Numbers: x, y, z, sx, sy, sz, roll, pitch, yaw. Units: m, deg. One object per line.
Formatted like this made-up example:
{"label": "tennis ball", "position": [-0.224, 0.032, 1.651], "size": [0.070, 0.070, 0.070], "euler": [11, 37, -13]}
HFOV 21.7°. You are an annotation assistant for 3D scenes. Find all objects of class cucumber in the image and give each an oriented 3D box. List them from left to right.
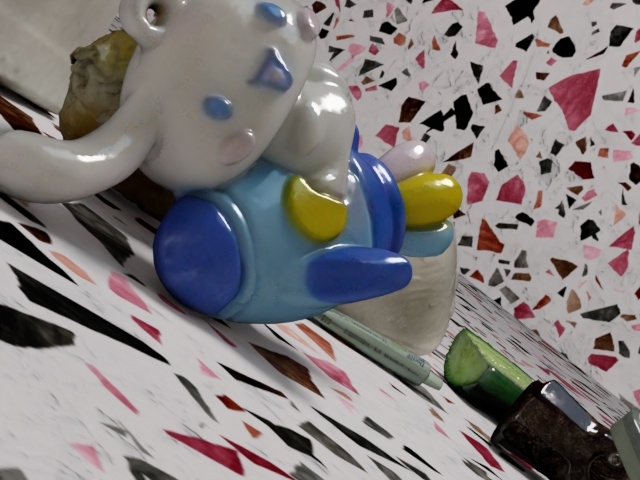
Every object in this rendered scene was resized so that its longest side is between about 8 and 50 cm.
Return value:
{"label": "cucumber", "position": [0.204, 0.172, 1.961], "size": [0.115, 0.062, 0.116], "euler": [33, 13, -13]}

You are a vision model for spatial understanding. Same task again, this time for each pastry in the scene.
{"label": "pastry", "position": [-0.117, -0.091, 1.533], "size": [0.257, 0.121, 0.236], "euler": [9, -29, 11]}

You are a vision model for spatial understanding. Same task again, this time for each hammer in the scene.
{"label": "hammer", "position": [0.327, 0.256, 1.877], "size": [0.242, 0.095, 0.409], "euler": [37, 3, 12]}

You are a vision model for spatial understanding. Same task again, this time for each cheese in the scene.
{"label": "cheese", "position": [0.064, 0.016, 1.852], "size": [0.154, 0.189, 0.198], "euler": [-7, 29, -32]}

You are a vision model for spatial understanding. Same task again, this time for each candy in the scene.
{"label": "candy", "position": [-0.336, -0.278, 1.637], "size": [0.145, 0.208, 0.358], "euler": [32, 3, 28]}

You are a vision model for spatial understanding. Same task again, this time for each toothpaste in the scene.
{"label": "toothpaste", "position": [0.046, 0.102, 1.720], "size": [0.197, 0.029, 0.048], "euler": [32, 3, -17]}

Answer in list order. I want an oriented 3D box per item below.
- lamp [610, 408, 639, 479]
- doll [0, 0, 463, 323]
{"label": "lamp", "position": [0.388, 0.305, 1.560], "size": [0.269, 0.047, 0.266], "euler": [33, 28, -42]}
{"label": "doll", "position": [-0.037, -0.061, 1.337], "size": [0.366, 0.376, 0.187], "euler": [56, -10, -26]}
